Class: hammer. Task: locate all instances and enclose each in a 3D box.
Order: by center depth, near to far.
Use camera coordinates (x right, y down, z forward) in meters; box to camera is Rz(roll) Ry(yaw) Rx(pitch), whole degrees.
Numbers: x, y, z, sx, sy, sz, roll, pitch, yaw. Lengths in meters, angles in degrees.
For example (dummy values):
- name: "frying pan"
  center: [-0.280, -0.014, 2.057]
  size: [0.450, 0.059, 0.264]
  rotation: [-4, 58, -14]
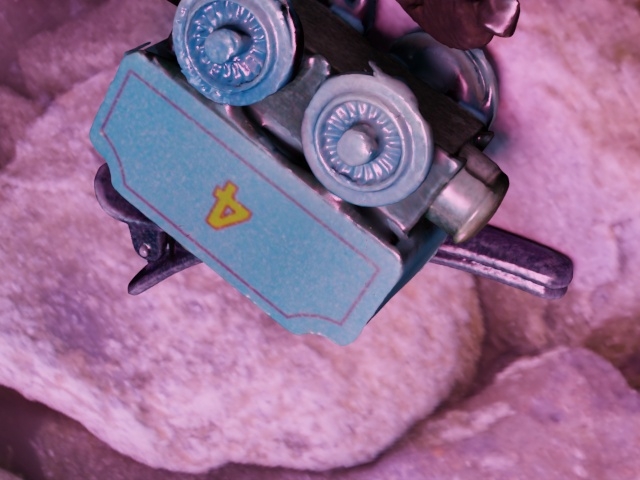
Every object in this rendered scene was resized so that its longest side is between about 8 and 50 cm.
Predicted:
- name: "hammer"
  center: [0.008, -0.217, 0.589]
  size: [0.297, 0.027, 0.125]
  rotation: [66, 170, -13]

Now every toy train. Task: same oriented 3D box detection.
- name: "toy train"
  center: [-0.011, -0.052, 0.684]
  size: [0.198, 0.107, 0.154]
  rotation: [38, 125, 8]

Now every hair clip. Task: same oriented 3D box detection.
- name: "hair clip"
  center: [0.000, 0.000, 0.775]
  size: [0.275, 0.048, 0.083]
  rotation: [4, 120, 30]
